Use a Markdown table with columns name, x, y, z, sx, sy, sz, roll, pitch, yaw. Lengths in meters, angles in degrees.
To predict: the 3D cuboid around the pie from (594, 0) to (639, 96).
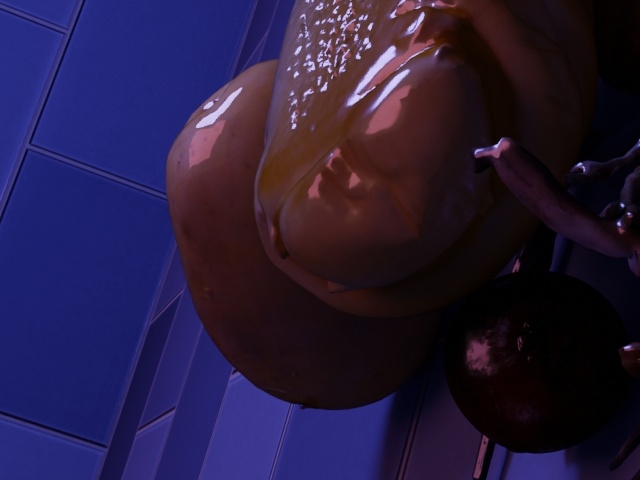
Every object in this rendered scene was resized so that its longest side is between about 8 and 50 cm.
| name | x | y | z | sx | sy | sz | roll | pitch | yaw |
| --- | --- | --- | --- | --- | --- | --- | --- | --- | --- |
| pie | 0.179 | -0.148 | 0.578 | 0.195 | 0.046 | 0.195 | -158 | 90 | -79 |

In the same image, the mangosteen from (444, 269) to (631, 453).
| name | x | y | z | sx | sy | sz | roll | pitch | yaw |
| --- | --- | --- | --- | --- | --- | --- | --- | --- | --- |
| mangosteen | 0.092 | 0.052 | 0.556 | 0.081 | 0.081 | 0.081 | -160 | 90 | -78 |

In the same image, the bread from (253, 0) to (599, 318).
| name | x | y | z | sx | sy | sz | roll | pitch | yaw |
| --- | --- | --- | --- | --- | --- | --- | --- | --- | --- |
| bread | 0.054 | -0.089 | 0.616 | 0.173 | 0.121 | 0.311 | -43 | 24 | 34 |

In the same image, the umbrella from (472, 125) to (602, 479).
| name | x | y | z | sx | sy | sz | roll | pitch | yaw |
| --- | --- | --- | --- | --- | --- | --- | --- | --- | --- |
| umbrella | 0.109 | -0.007 | 0.673 | 0.044 | 0.044 | 0.269 | 45 | -117 | -69 |

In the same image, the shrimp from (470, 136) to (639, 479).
| name | x | y | z | sx | sy | sz | roll | pitch | yaw |
| --- | --- | --- | --- | --- | --- | --- | --- | --- | --- |
| shrimp | 0.135 | -0.023 | 0.373 | 0.116 | 0.145 | 0.343 | 38 | 123 | 40 |

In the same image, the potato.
| name | x | y | z | sx | sy | sz | roll | pitch | yaw |
| --- | --- | --- | --- | --- | --- | --- | --- | --- | --- |
| potato | 0.000 | 0.000 | 0.778 | 0.150 | 0.146 | 0.234 | -54 | -39 | -39 |
